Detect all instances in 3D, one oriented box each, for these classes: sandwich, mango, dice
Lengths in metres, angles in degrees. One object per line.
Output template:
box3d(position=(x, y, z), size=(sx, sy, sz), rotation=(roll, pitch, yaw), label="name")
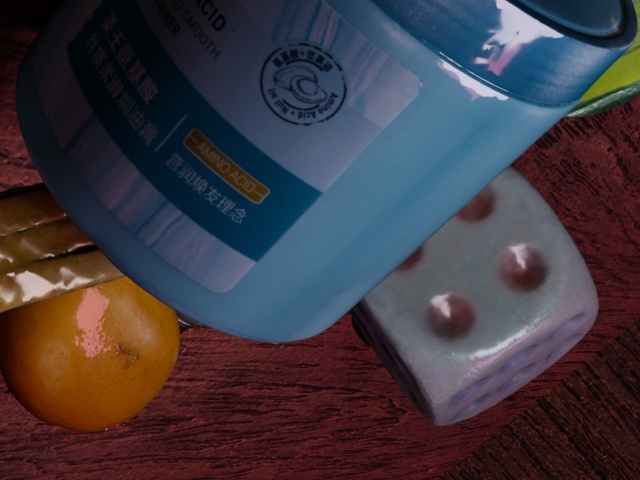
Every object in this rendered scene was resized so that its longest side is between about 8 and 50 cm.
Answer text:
box3d(position=(-0.299, 0.016, 1.238), size=(0.249, 0.095, 0.273), rotation=(-18, -173, -42), label="sandwich")
box3d(position=(-0.242, 0.085, 1.604), size=(0.187, 0.138, 0.257), rotation=(-15, 145, 1), label="mango")
box3d(position=(0.186, 0.063, 2.080), size=(0.268, 0.262, 0.264), rotation=(-34, 161, -7), label="dice")

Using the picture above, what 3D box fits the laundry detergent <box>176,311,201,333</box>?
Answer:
box3d(position=(-0.108, 0.033, 1.792), size=(0.226, 0.070, 0.099), rotation=(-42, -157, 19), label="laundry detergent")

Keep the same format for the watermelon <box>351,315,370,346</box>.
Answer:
box3d(position=(0.093, 0.110, 2.280), size=(0.109, 0.109, 0.109), rotation=(-31, 160, -13), label="watermelon")

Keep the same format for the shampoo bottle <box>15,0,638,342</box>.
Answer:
box3d(position=(-0.003, -0.147, 1.179), size=(0.343, 0.331, 0.331), rotation=(-45, 159, 28), label="shampoo bottle")

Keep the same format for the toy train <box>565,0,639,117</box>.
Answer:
box3d(position=(0.245, -0.255, 1.318), size=(0.179, 0.272, 0.442), rotation=(-24, -179, -38), label="toy train")

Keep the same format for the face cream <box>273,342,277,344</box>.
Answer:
box3d(position=(0.000, 0.000, 1.824), size=(0.250, 0.077, 0.077), rotation=(-51, 159, 6), label="face cream")
